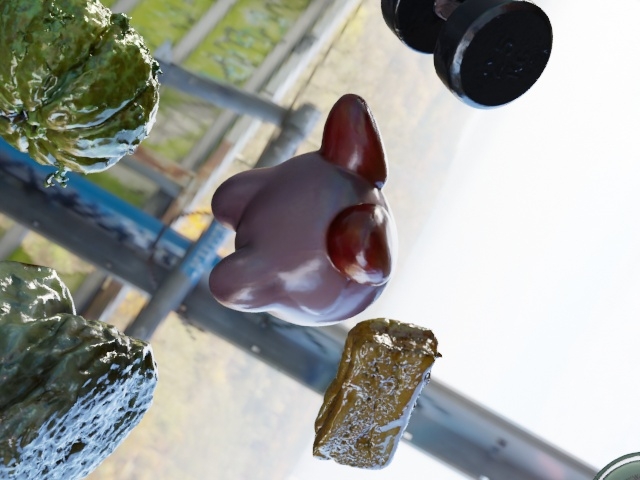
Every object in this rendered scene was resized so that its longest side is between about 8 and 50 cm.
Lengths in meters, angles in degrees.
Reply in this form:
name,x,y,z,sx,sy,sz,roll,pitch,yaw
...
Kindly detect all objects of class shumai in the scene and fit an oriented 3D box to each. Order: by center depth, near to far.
name,x,y,z,sx,sy,sz,roll,pitch,yaw
shumai,-0.378,0.166,1.398,0.304,0.263,0.309,-36,161,-31

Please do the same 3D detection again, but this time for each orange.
name,x,y,z,sx,sy,sz,roll,pitch,yaw
orange,-0.379,-0.243,1.660,0.300,0.301,0.223,-27,-149,46

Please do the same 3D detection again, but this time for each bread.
name,x,y,z,sx,sy,sz,roll,pitch,yaw
bread,0.078,0.218,1.600,0.077,0.139,0.271,-88,-170,-49

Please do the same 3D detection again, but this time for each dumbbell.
name,x,y,z,sx,sy,sz,roll,pitch,yaw
dumbbell,0.188,-0.286,1.507,0.153,0.152,0.218,-64,-143,25

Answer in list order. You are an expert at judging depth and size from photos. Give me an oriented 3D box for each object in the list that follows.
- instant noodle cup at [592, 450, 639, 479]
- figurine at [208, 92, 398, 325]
name,x,y,z,sx,sy,sz,roll,pitch,yaw
instant noodle cup,0.560,0.470,1.956,0.235,0.234,0.178,-61,158,-5
figurine,0.009,-0.001,1.482,0.261,0.211,0.270,-26,-133,26
